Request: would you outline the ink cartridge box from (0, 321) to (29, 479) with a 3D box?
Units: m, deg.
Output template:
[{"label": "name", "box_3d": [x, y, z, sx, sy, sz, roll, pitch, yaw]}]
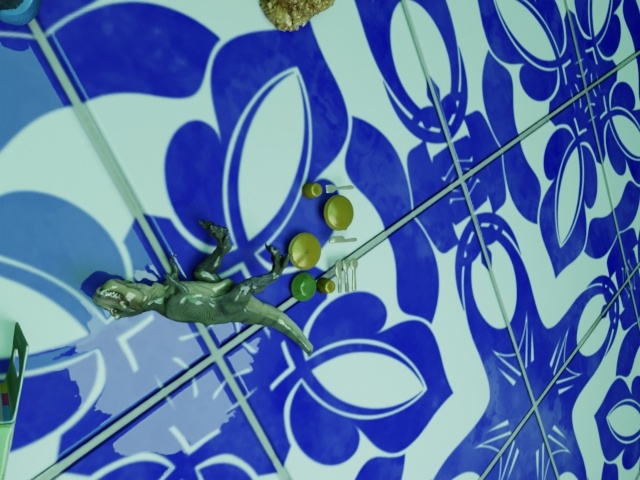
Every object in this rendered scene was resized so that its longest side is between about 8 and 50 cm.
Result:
[{"label": "ink cartridge box", "box_3d": [-0.279, 0.174, 0.344, 0.062, 0.109, 0.209, 10, 85, -36]}]

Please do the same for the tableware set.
[{"label": "tableware set", "box_3d": [0.000, 0.000, 0.593, 0.104, 0.024, 0.154, -4, 94, -32]}]

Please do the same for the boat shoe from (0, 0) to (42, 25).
[{"label": "boat shoe", "box_3d": [-0.250, -0.316, 0.363, 0.089, 0.109, 0.258, 14, 80, -31]}]

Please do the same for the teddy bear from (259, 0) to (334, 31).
[{"label": "teddy bear", "box_3d": [-0.080, -0.406, 0.479, 0.245, 0.113, 0.337, -34, 109, -28]}]

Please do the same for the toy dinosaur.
[{"label": "toy dinosaur", "box_3d": [-0.100, 0.051, 0.499, 0.268, 0.064, 0.118, 20, 94, -34]}]
